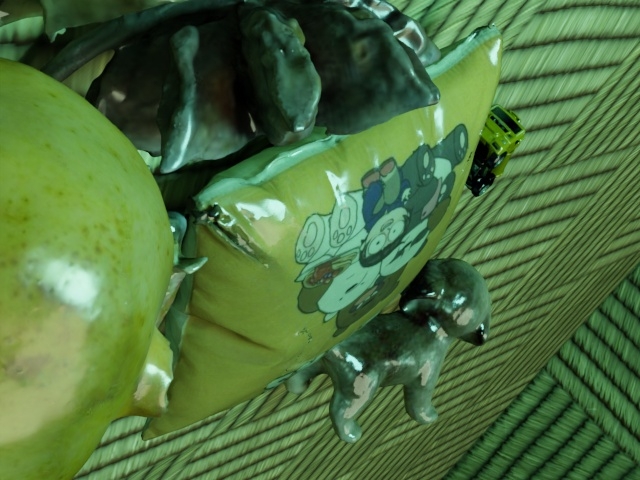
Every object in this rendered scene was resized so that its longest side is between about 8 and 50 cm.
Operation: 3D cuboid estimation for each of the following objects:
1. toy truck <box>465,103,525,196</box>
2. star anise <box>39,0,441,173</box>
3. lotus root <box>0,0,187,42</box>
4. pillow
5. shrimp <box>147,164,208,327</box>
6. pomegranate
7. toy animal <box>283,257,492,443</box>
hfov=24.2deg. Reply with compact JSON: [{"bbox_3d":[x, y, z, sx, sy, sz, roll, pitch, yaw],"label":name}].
[{"bbox_3d":[0.156,-0.087,1.393,0.054,0.049,0.083,-36,162,-26],"label":"toy truck"},{"bbox_3d":[-0.048,-0.095,0.782,0.231,0.209,0.089,-17,110,-26],"label":"star anise"},{"bbox_3d":[-0.042,-0.177,0.630,0.210,0.142,0.314,-5,-166,33],"label":"lotus root"},{"bbox_3d":[0.000,0.000,1.135,0.310,0.119,0.312,-36,160,-33],"label":"pillow"},{"bbox_3d":[-0.128,0.049,0.850,0.077,0.168,0.317,6,168,-16],"label":"shrimp"},{"bbox_3d":[-0.176,0.022,0.636,0.233,0.233,0.233,-38,162,-15],"label":"pomegranate"},{"bbox_3d":[0.073,0.109,1.575,0.233,0.121,0.169,-19,135,-34],"label":"toy animal"}]
